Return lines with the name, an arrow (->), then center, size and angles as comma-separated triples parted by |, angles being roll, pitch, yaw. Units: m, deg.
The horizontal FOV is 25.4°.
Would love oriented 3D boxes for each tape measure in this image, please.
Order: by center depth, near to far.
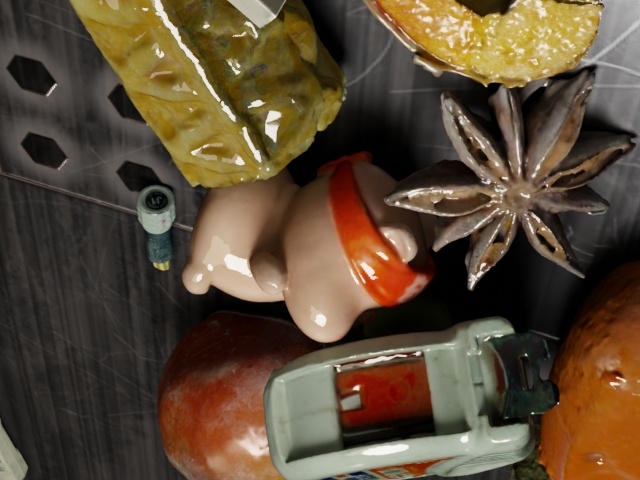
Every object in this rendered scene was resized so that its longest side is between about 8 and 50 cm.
tape measure -> 0.076, 0.135, 1.205 | 0.246, 0.125, 0.243 | -7, 165, 8

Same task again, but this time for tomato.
tomato -> -0.075, 0.176, 1.396 | 0.214, 0.155, 0.180 | -4, 120, 49

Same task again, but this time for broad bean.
broad bean -> 0.080, 0.072, 1.314 | 0.083, 0.045, 0.063 | -3, 137, 20

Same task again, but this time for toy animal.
toy animal -> 0.000, 0.000, 1.177 | 0.198, 0.171, 0.171 | 12, 141, 16

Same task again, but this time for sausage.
sausage -> 0.269, 0.129, 1.197 | 0.153, 0.141, 0.268 | 17, 141, 9

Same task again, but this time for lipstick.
lipstick -> -0.156, -0.006, 1.358 | 0.037, 0.037, 0.116 | 19, 146, 8

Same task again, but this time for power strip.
power strip -> -0.420, 0.262, 1.823 | 0.047, 0.030, 0.191 | 9, 139, 21

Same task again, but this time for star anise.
star anise -> 0.141, -0.044, 1.084 | 0.195, 0.065, 0.182 | -6, 120, -11

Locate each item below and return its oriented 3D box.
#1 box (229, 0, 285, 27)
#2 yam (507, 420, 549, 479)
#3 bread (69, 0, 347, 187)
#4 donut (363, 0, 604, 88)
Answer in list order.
box -> -0.035, -0.223, 0.920 | 0.090, 0.167, 0.024 | 39, 144, -18
yam -> 0.273, 0.294, 1.395 | 0.154, 0.154, 0.254 | 5, 135, 24
bread -> -0.092, -0.165, 1.053 | 0.152, 0.130, 0.267 | -31, 125, 1
donut -> 0.103, -0.182, 0.975 | 0.181, 0.078, 0.146 | 32, 144, -19
